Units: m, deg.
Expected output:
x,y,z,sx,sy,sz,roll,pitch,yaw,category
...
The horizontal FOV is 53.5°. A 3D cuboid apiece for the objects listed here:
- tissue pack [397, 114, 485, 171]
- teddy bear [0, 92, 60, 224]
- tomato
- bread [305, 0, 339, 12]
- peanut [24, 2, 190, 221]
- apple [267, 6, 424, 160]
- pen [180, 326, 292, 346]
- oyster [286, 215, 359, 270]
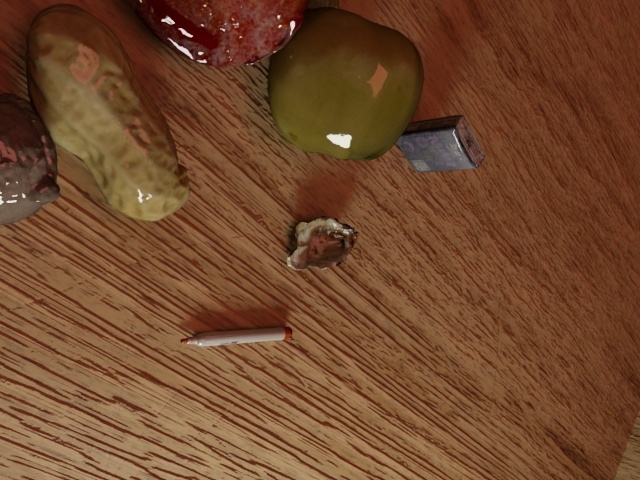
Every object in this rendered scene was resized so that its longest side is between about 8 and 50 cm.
x,y,z,sx,sy,sz,roll,pitch,yaw,category
0.238,-0.190,1.280,0.112,0.156,0.051,51,60,-31,tissue pack
-0.447,-0.078,0.734,0.267,0.151,0.236,-12,131,-28,teddy bear
-0.147,-0.426,0.928,0.309,0.170,0.309,-11,133,-11,tomato
-0.044,-0.427,1.064,0.139,0.084,0.074,8,92,-39,bread
-0.289,-0.159,0.862,0.152,0.152,0.313,-46,127,-26,peanut
0.045,-0.254,1.056,0.262,0.262,0.262,-6,100,-39,apple
-0.142,0.167,1.098,0.218,0.026,0.026,2,94,-40,pen
0.006,0.004,1.181,0.148,0.051,0.103,1,98,-24,oyster
